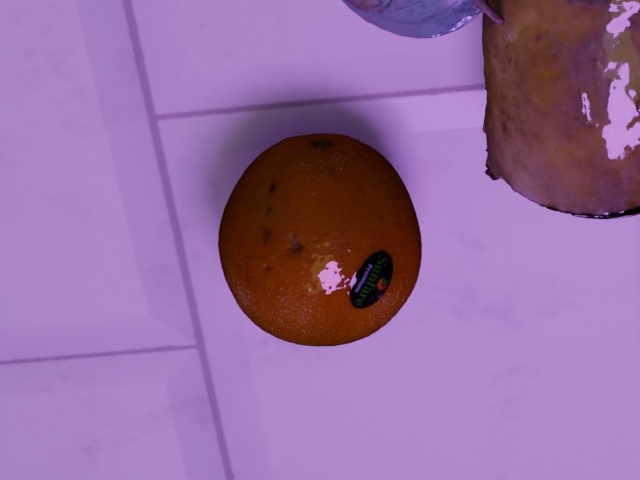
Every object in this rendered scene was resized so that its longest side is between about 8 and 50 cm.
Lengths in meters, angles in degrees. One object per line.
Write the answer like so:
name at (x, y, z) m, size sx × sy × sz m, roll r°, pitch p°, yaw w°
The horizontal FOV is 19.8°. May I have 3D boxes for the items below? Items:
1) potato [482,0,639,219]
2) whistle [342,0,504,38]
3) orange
potato at (0.241, -0.188, 1.563) m, size 0.229 × 0.229 × 0.266 m, roll -8°, pitch 127°, yaw 7°
whistle at (0.015, -0.285, 1.521) m, size 0.346 × 0.142 × 0.134 m, roll 38°, pitch 126°, yaw -2°
orange at (0.000, 0.000, 1.717) m, size 0.206 × 0.206 × 0.206 m, roll 1°, pitch 127°, yaw 1°
